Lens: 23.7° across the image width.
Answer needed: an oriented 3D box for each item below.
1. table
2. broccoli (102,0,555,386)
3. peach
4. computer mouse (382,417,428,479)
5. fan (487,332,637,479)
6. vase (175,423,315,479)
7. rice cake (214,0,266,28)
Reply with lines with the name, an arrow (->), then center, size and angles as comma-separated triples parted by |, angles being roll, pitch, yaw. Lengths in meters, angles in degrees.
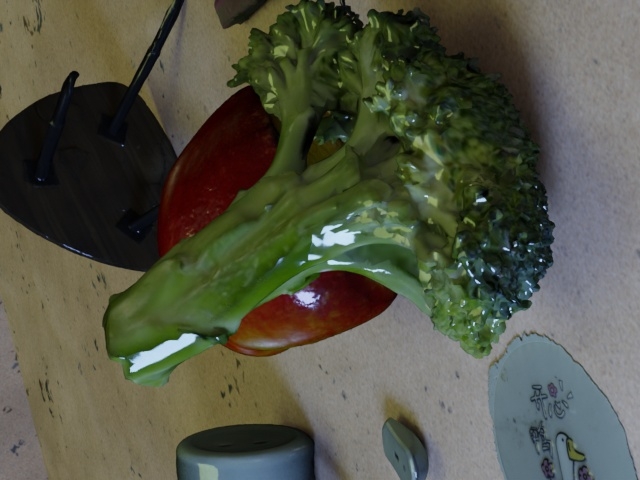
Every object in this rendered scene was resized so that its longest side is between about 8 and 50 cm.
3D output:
table -> -0.263, -0.145, 1.999 | 0.249, 0.317, 0.317 | -45, 61, 45
broccoli -> 0.025, 0.003, 1.333 | 0.353, 0.397, 0.275 | 8, 140, 46
peach -> -0.051, -0.022, 1.583 | 0.248, 0.245, 0.275 | 121, 130, -82
computer mouse -> 0.097, 0.236, 1.702 | 0.110, 0.032, 0.056 | -127, 32, -59
fan -> 0.244, 0.289, 1.439 | 0.233, 0.012, 0.415 | -15, 89, 66
vase -> -0.096, 0.394, 1.975 | 0.245, 0.245, 0.291 | 7, 104, 64
rice cake -> -0.076, -0.297, 1.768 | 0.047, 0.036, 0.206 | 64, 155, 0
